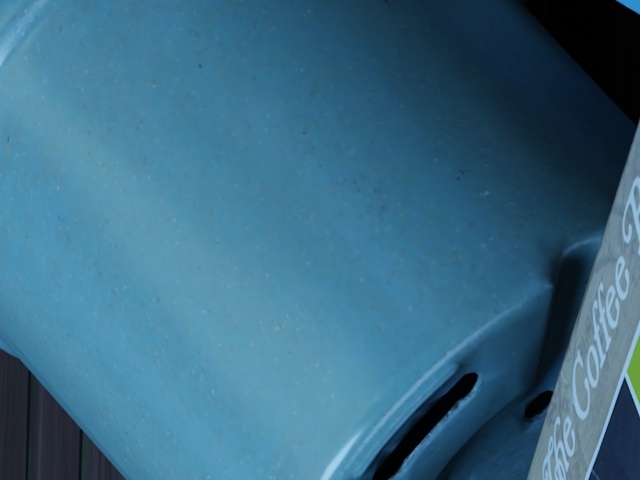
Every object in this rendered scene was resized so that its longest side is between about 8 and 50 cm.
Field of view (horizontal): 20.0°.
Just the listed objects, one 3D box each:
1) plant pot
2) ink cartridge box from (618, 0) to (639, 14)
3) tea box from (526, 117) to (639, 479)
[{"bbox_3d":[0.000,0.000,0.830,0.334,0.341,0.341,49,134,35],"label":"plant pot"},{"bbox_3d":[0.152,-0.143,0.786,0.181,0.104,0.062,-130,47,-60],"label":"ink cartridge box"},{"bbox_3d":[0.214,0.064,0.373,0.329,0.220,0.324,99,160,-46],"label":"tea box"}]
